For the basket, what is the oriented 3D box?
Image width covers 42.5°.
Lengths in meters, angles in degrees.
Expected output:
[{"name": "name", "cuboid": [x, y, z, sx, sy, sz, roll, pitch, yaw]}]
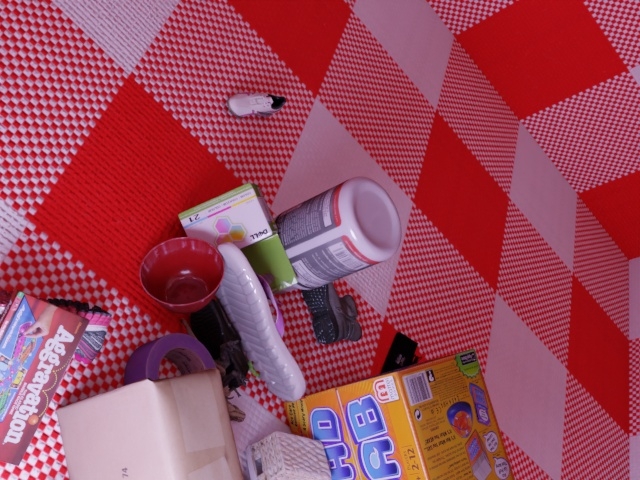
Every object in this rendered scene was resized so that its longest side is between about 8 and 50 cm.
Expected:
[{"name": "basket", "cuboid": [-0.069, 0.506, 1.858, 0.167, 0.103, 0.113, 26, 34, -40]}]

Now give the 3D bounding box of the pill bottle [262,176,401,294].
[{"name": "pill bottle", "cuboid": [0.000, 0.000, 2.010, 0.210, 0.363, 0.210, 25, 54, -40]}]

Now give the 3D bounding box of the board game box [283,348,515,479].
[{"name": "board game box", "cuboid": [0.194, 0.496, 1.990, 0.356, 0.356, 0.356, -4, 74, -51]}]

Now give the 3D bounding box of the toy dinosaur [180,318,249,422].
[{"name": "toy dinosaur", "cuboid": [-0.218, 0.282, 1.807, 0.064, 0.118, 0.268, -28, 94, -58]}]

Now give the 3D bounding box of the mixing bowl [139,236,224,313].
[{"name": "mixing bowl", "cuboid": [-0.296, 0.092, 1.799, 0.098, 0.181, 0.181, 91, 9, -53]}]

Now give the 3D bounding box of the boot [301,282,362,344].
[{"name": "boot", "cuboid": [0.032, 0.159, 2.214, 0.161, 0.083, 0.246, -2, 79, -57]}]

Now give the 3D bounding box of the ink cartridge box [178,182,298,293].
[{"name": "ink cartridge box", "cuboid": [-0.186, 0.019, 1.909, 0.097, 0.189, 0.255, -17, 83, -84]}]

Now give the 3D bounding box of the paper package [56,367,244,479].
[{"name": "paper package", "cuboid": [-0.302, 0.421, 1.480, 0.168, 0.309, 0.325, 0, 73, -52]}]

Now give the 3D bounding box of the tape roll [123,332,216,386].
[{"name": "tape roll", "cuboid": [-0.311, 0.294, 1.723, 0.189, 0.080, 0.189, 25, 54, -40]}]

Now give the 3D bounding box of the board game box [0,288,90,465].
[{"name": "board game box", "cuboid": [-0.528, 0.240, 1.431, 0.145, 0.027, 0.281, 31, 79, -38]}]

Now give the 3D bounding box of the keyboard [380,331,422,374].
[{"name": "keyboard", "cuboid": [0.231, 0.358, 2.380, 0.100, 0.038, 0.192, 34, 45, -3]}]

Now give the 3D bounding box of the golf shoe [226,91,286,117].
[{"name": "golf shoe", "cuboid": [-0.174, -0.375, 2.226, 0.186, 0.086, 0.067, -12, 82, -50]}]

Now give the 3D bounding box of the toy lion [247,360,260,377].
[{"name": "toy lion", "cuboid": [-0.129, 0.294, 1.981, 0.100, 0.034, 0.096, 51, 47, -19]}]

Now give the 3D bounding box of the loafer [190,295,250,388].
[{"name": "loafer", "cuboid": [-0.226, 0.227, 1.871, 0.078, 0.080, 0.220, -33, 104, -65]}]

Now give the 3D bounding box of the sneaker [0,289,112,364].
[{"name": "sneaker", "cuboid": [-0.530, 0.161, 1.510, 0.299, 0.121, 0.112, 15, 91, -37]}]

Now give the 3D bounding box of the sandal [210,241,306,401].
[{"name": "sandal", "cuboid": [-0.134, 0.178, 1.891, 0.102, 0.169, 0.416, -36, 115, -38]}]
